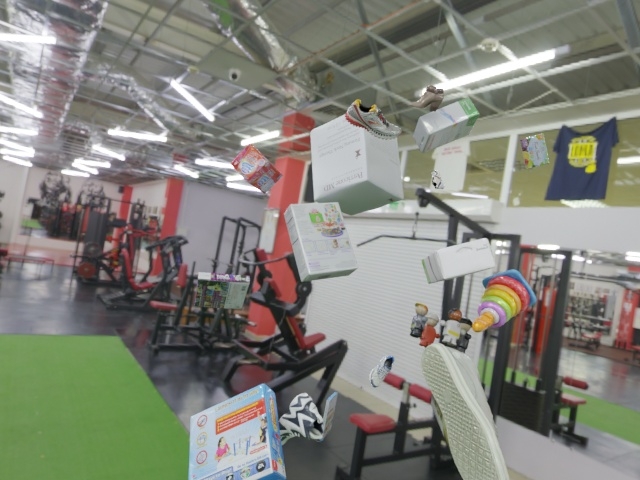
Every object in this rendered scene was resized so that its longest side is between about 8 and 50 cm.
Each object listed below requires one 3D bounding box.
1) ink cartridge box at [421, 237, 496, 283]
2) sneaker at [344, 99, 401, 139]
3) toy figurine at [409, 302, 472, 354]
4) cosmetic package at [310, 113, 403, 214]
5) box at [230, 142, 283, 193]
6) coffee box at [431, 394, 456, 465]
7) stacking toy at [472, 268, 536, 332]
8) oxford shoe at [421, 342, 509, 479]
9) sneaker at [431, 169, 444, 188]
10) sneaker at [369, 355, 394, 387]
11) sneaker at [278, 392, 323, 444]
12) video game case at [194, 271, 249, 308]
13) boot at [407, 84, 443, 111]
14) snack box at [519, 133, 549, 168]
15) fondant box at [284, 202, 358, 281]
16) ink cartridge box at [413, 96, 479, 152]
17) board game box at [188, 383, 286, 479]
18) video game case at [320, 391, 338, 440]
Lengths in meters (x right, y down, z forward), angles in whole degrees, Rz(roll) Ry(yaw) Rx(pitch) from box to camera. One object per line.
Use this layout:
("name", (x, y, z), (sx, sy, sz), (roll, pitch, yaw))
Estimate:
("ink cartridge box", (0.524, 0.085, 1.660), (0.199, 0.114, 0.273), (-14, -9, 0))
("sneaker", (0.209, -0.461, 1.639), (0.226, 0.092, 0.088), (24, 41, -5))
("toy figurine", (0.464, 0.333, 1.645), (0.213, 0.148, 0.209), (4, -27, 37))
("cosmetic package", (0.181, -0.378, 2.139), (0.330, 0.393, 0.328), (-17, -22, 36))
("box", (-0.279, -0.314, 1.907), (0.122, 0.128, 0.257), (46, 3, 11))
("coffee box", (0.532, 0.679, 1.651), (0.119, 0.167, 0.297), (-3, 25, -3))
("stacking toy", (0.648, 0.253, 1.583), (0.302, 0.165, 0.175), (-32, 0, -38))
("oxford shoe", (0.422, 0.493, 1.191), (0.130, 0.449, 0.169), (7, -44, -26))
("sneaker", (0.532, -0.281, 1.972), (0.044, 0.109, 0.040), (-8, -35, -11))
("sneaker", (0.223, 0.465, 1.535), (0.052, 0.135, 0.058), (39, -33, -2))
("sneaker", (-0.070, 0.675, 1.510), (0.153, 0.234, 0.094), (40, 12, 33))
("video game case", (-0.425, 0.219, 1.836), (0.211, 0.041, 0.232), (5, -38, -16))
("boot", (0.382, -0.517, 1.543), (0.119, 0.086, 0.042), (13, 20, 5))
("snack box", (0.995, -0.415, 1.990), (0.100, 0.141, 0.037), (-13, 7, 26))
("fondant box", (0.000, 0.000, 1.858), (0.239, 0.329, 0.096), (-5, -22, -27))
("ink cartridge box", (0.484, -0.446, 1.670), (0.213, 0.093, 0.154), (-24, -16, -4))
("board game box", (-0.284, 0.681, 1.418), (0.309, 0.301, 0.086), (-26, -50, 8))
("video game case", (0.034, 0.719, 1.758), (0.015, 0.166, 0.119), (11, -1, 19))
